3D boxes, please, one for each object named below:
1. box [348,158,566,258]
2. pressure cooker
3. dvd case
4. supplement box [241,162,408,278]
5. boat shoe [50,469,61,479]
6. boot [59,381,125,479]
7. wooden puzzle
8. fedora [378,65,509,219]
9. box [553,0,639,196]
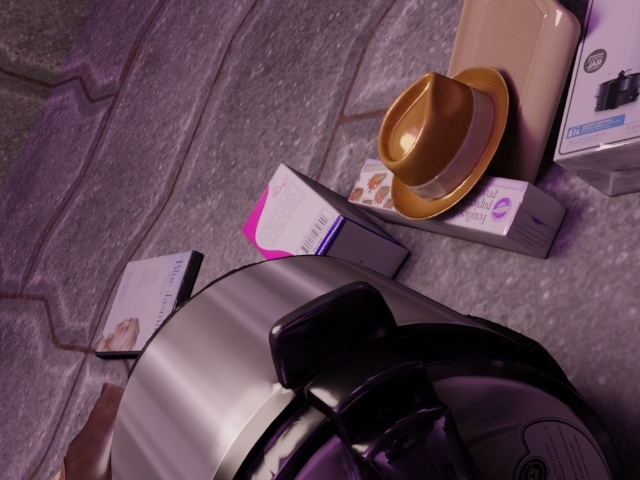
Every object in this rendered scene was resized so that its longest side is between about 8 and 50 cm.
[{"bbox_3d":[0.146,-0.042,1.314,0.324,0.067,0.063,16,80,61],"label":"box"},{"bbox_3d":[0.042,0.227,0.954,0.375,0.370,0.420,-66,26,1],"label":"pressure cooker"},{"bbox_3d":[-0.291,0.111,1.914,0.253,0.022,0.180,-9,59,54],"label":"dvd case"},{"bbox_3d":[0.000,0.000,1.459,0.111,0.114,0.220,-59,31,8],"label":"supplement box"},{"bbox_3d":[-0.429,0.447,1.825,0.059,0.063,0.170,-25,39,53],"label":"boat shoe"},{"bbox_3d":[-0.326,0.325,1.725,0.248,0.090,0.206,9,76,63],"label":"boot"},{"bbox_3d":[0.216,-0.205,1.286,0.238,0.044,0.221,-111,25,-50],"label":"wooden puzzle"},{"bbox_3d":[0.122,-0.120,1.268,0.194,0.079,0.194,-37,37,35],"label":"fedora"},{"bbox_3d":[0.341,-0.199,1.112,0.169,0.087,0.289,-9,59,55],"label":"box"}]
